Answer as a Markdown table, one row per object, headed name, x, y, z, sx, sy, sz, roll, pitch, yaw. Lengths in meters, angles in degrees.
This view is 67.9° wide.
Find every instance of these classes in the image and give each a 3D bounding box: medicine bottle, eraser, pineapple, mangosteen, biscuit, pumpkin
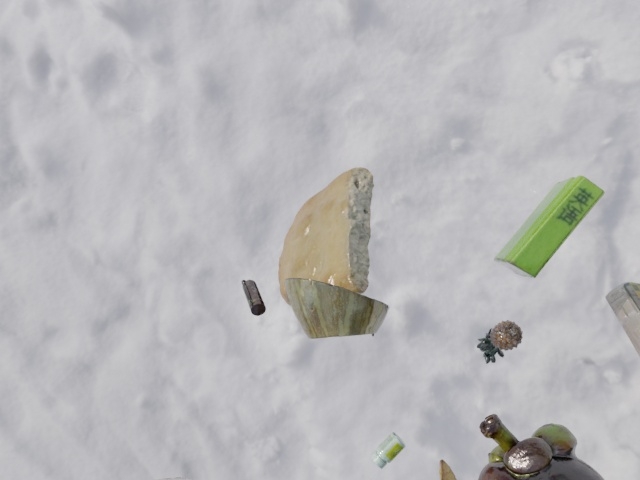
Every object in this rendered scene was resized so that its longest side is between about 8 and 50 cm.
| name | x | y | z | sx | sy | sz | roll | pitch | yaw |
| --- | --- | --- | --- | --- | --- | --- | --- | --- | --- |
| medicine bottle | 0.168 | 0.521 | 1.179 | 0.047 | 0.047 | 0.083 | 44 | 87 | -9 |
| eraser | 0.584 | -0.029 | 1.238 | 0.092 | 0.210 | 0.274 | 39 | 97 | 9 |
| pineapple | 0.547 | 0.306 | 1.442 | 0.083 | 0.221 | 0.103 | -4 | 65 | -3 |
| mangosteen | 0.300 | 0.336 | 0.625 | 0.173 | 0.172 | 0.183 | 8 | 74 | 2 |
| biscuit | -0.001 | 0.000 | 1.470 | 0.104 | 0.429 | 0.446 | 23 | 152 | -30 |
| pumpkin | 0.026 | 0.146 | 0.930 | 0.218 | 0.217 | 0.110 | 9 | 73 | 2 |

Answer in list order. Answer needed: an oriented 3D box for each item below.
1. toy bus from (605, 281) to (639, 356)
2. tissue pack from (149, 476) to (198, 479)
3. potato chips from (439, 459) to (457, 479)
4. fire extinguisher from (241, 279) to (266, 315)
| name | x | y | z | sx | sy | sz | roll | pitch | yaw |
| --- | --- | --- | --- | --- | --- | --- | --- | --- | --- |
| toy bus | 0.867 | 0.233 | 1.266 | 0.106 | 0.268 | 0.092 | 12 | 135 | -19 |
| tissue pack | -0.398 | 0.699 | 1.244 | 0.225 | 0.185 | 0.124 | -20 | 64 | 44 |
| potato chips | 0.343 | 0.625 | 0.950 | 0.080 | 0.407 | 0.057 | -12 | 122 | -23 |
| fire extinguisher | -0.195 | 0.154 | 1.357 | 0.064 | 0.158 | 0.043 | 34 | 100 | -32 |
